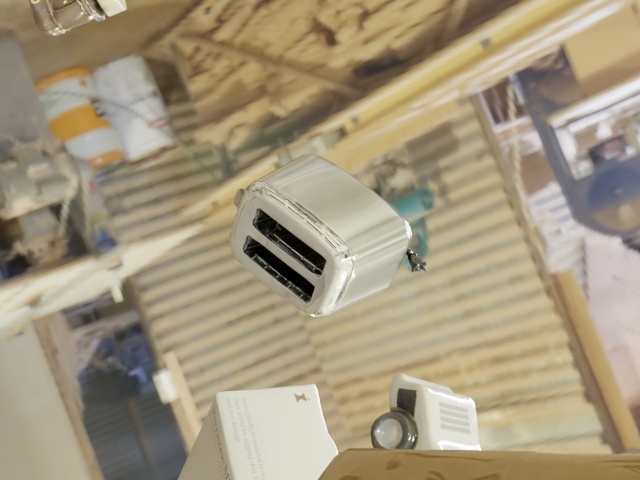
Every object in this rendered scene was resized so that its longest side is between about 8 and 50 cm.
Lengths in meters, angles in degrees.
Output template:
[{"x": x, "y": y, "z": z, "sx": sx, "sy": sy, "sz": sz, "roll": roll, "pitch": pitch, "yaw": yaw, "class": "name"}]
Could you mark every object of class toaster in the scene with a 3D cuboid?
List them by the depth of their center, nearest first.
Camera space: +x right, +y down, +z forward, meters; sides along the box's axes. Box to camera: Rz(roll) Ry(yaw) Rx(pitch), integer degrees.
[{"x": 0.000, "y": 0.000, "z": 1.334, "sx": 0.146, "sy": 0.227, "sz": 0.129, "roll": -25, "pitch": 146, "yaw": -49, "class": "toaster"}]

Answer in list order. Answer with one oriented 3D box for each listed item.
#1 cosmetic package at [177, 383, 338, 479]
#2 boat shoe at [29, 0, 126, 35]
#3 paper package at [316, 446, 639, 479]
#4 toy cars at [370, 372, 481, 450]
[{"x": -0.100, "y": 0.391, "z": 1.564, "sx": 0.156, "sy": 0.217, "sz": 0.385, "roll": -2, "pitch": 141, "yaw": -22, "class": "cosmetic package"}, {"x": -0.317, "y": -0.362, "z": 1.308, "sx": 0.096, "sy": 0.324, "sz": 0.116, "roll": -27, "pitch": 145, "yaw": 2, "class": "boat shoe"}, {"x": 0.042, "y": 0.230, "z": 0.312, "sx": 0.325, "sy": 0.168, "sz": 0.309, "roll": -54, "pitch": -164, "yaw": -23, "class": "paper package"}, {"x": 0.042, "y": 0.259, "z": 0.759, "sx": 0.087, "sy": 0.176, "sz": 0.394, "roll": 0, "pitch": -144, "yaw": 37, "class": "toy cars"}]
